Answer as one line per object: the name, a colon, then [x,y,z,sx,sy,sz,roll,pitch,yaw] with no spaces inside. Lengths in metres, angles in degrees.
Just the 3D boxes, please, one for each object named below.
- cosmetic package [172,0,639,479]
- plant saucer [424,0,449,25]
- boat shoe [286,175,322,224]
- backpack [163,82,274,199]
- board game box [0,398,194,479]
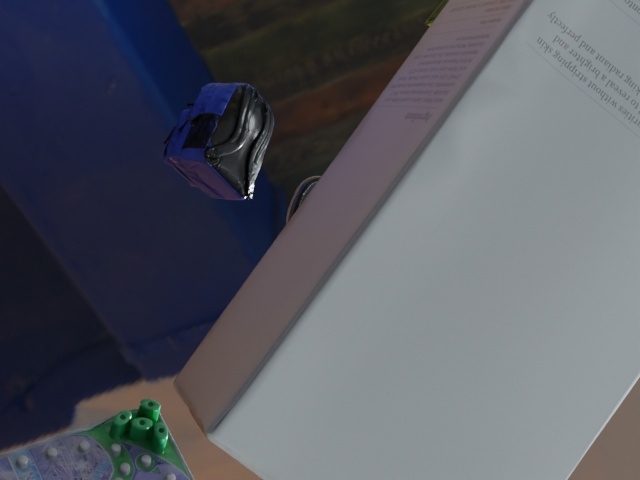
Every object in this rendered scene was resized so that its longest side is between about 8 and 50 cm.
cosmetic package: [0.105,0.012,0.770,0.385,0.217,0.156,-52,-164,-3]
plant saucer: [0.277,-0.392,1.818,0.188,0.045,0.188,-52,-156,-23]
boat shoe: [0.000,0.000,2.068,0.127,0.158,0.340,4,-122,-4]
backpack: [-0.116,-0.122,1.348,0.101,0.098,0.120,9,-115,33]
board game box: [-0.291,0.402,1.412,0.390,0.050,0.390,-16,-121,-29]
